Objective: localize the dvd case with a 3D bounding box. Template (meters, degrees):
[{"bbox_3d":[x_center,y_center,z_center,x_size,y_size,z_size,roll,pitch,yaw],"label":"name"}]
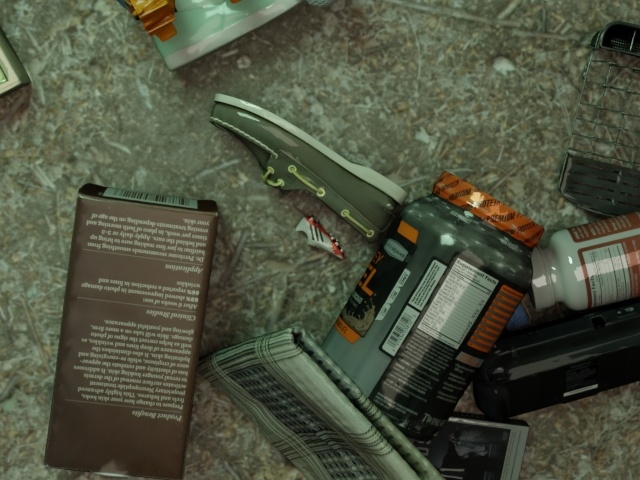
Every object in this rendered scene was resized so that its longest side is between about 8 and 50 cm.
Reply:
[{"bbox_3d":[0.186,0.348,1.540,0.238,0.029,0.179,9,99,-8],"label":"dvd case"}]

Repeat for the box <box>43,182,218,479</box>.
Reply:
[{"bbox_3d":[-0.257,0.124,1.395,0.191,0.143,0.381,8,98,-8],"label":"box"}]

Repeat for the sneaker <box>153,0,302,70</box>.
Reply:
[{"bbox_3d":[-0.121,-0.349,1.346,0.256,0.094,0.151,-27,99,-2],"label":"sneaker"}]

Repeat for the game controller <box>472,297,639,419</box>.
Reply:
[{"bbox_3d":[0.380,0.175,1.495,0.319,0.067,0.166,-14,139,-3],"label":"game controller"}]

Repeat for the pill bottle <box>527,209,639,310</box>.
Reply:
[{"bbox_3d":[0.404,0.032,1.454,0.216,0.121,0.121,-14,102,6],"label":"pill bottle"}]

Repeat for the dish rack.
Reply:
[{"bbox_3d":[0.460,-0.163,1.455,0.208,0.074,0.271,11,99,-8],"label":"dish rack"}]

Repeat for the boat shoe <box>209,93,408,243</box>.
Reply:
[{"bbox_3d":[-0.026,-0.100,1.394,0.305,0.109,0.091,29,91,-14],"label":"boat shoe"}]

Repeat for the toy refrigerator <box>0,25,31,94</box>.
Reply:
[{"bbox_3d":[-0.532,-0.191,1.328,0.269,0.094,0.102,-27,102,-2],"label":"toy refrigerator"}]

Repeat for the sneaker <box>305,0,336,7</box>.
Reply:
[{"bbox_3d":[-0.015,-0.425,1.298,0.153,0.101,0.268,-32,66,-10],"label":"sneaker"}]

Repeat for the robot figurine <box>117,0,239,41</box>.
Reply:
[{"bbox_3d":[-0.209,-0.391,1.271,0.211,0.085,0.291,-28,58,-2],"label":"robot figurine"}]

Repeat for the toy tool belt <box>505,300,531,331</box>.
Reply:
[{"bbox_3d":[0.278,0.102,1.493,0.052,0.051,0.083,-36,102,1],"label":"toy tool belt"}]

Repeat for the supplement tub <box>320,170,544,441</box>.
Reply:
[{"bbox_3d":[0.154,0.088,1.398,0.207,0.207,0.338,30,95,-11],"label":"supplement tub"}]

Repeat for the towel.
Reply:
[{"bbox_3d":[-0.007,0.259,1.373,0.324,0.312,0.056,47,59,-12],"label":"towel"}]

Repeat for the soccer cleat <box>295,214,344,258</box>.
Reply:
[{"bbox_3d":[0.000,0.000,1.457,0.035,0.029,0.083,-43,99,11],"label":"soccer cleat"}]
